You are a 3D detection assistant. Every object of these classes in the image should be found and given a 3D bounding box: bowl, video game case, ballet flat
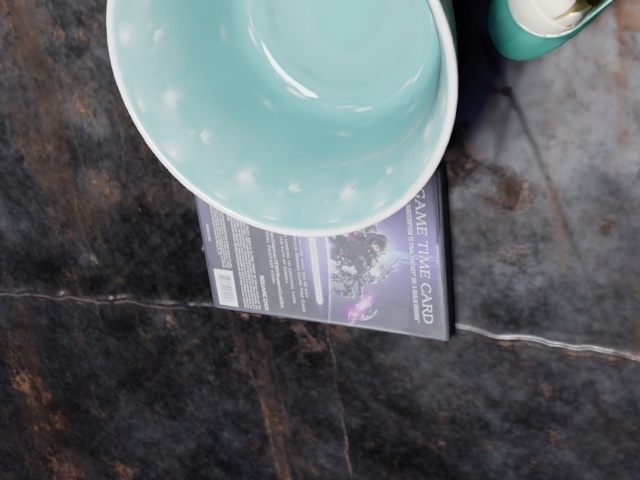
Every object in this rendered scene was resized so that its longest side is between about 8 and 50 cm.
[{"bbox_3d":[-0.009,-0.177,0.944,0.312,0.163,0.311,13,124,20],"label":"bowl"},{"bbox_3d":[0.000,0.000,1.134,0.274,0.026,0.196,6,121,22],"label":"video game case"},{"bbox_3d":[0.211,-0.221,0.856,0.083,0.087,0.247,45,128,-5],"label":"ballet flat"}]
